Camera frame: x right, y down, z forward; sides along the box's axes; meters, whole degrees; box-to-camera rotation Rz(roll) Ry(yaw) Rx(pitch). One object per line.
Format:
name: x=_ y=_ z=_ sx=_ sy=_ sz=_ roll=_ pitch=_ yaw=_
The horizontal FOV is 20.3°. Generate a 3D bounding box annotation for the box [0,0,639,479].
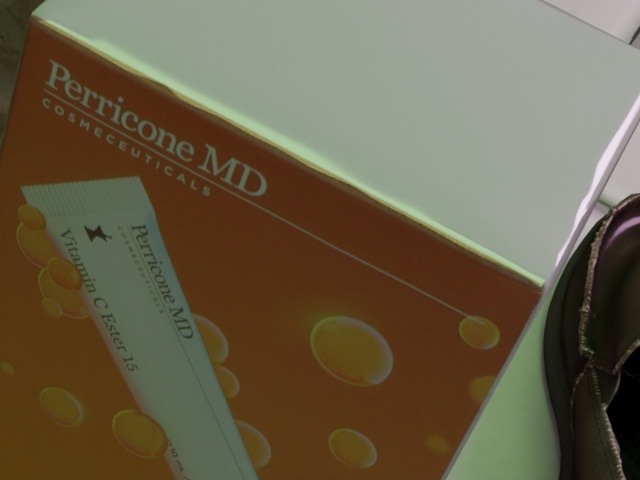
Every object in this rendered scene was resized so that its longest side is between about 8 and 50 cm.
box: x=-0.029 y=0.039 z=0.797 sx=0.215 sy=0.345 sz=0.168 roll=28 pitch=42 yaw=7

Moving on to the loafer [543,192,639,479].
loafer: x=0.205 y=0.090 z=1.004 sx=0.134 sy=0.130 sz=0.366 roll=17 pitch=42 yaw=-6

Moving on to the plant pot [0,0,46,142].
plant pot: x=-0.237 y=-0.227 z=1.038 sx=0.334 sy=0.334 sz=0.305 roll=4 pitch=57 yaw=-19
